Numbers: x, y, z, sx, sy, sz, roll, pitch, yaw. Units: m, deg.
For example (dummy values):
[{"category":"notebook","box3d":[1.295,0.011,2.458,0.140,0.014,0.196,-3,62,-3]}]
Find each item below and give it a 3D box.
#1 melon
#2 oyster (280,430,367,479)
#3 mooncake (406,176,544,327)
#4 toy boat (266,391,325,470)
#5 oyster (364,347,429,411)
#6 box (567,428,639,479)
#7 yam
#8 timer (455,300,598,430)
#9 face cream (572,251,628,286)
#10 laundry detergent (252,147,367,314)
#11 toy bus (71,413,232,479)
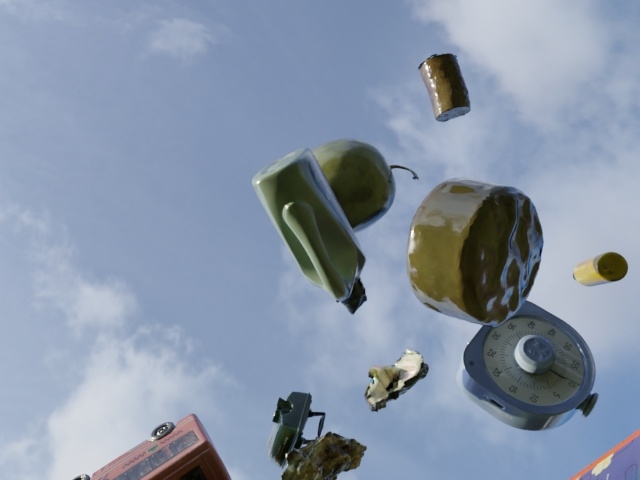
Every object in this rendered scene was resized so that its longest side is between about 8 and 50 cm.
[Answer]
[{"category":"melon","box3d":[0.052,-0.134,1.456,0.308,0.272,0.271,-24,-62,-28]},{"category":"oyster","box3d":[0.002,0.364,0.918,0.166,0.053,0.108,-28,-76,-37]},{"category":"mooncake","box3d":[0.308,0.022,1.086,0.285,0.156,0.284,-10,-75,-42]},{"category":"toy boat","box3d":[-0.060,0.410,1.172,0.103,0.092,0.246,18,-48,1]},{"category":"oyster","box3d":[0.202,0.380,1.530,0.198,0.259,0.092,-35,-83,-1]},{"category":"box","box3d":[0.457,0.465,0.659,0.349,0.319,0.256,41,-54,14]},{"category":"yam","box3d":[0.252,-0.306,1.131,0.084,0.084,0.127,-11,-104,-9]},{"category":"timer","box3d":[0.627,0.373,1.656,0.395,0.394,0.173,-9,-43,-10]},{"category":"face cream","box3d":[0.755,0.086,1.553,0.078,0.273,0.078,-1,-99,7]},{"category":"laundry detergent","box3d":[0.000,0.000,0.890,0.105,0.215,0.280,-25,-77,6]},{"category":"toy bus","box3d":[-0.450,0.656,1.434,0.427,0.233,0.203,-30,-73,-21]}]
